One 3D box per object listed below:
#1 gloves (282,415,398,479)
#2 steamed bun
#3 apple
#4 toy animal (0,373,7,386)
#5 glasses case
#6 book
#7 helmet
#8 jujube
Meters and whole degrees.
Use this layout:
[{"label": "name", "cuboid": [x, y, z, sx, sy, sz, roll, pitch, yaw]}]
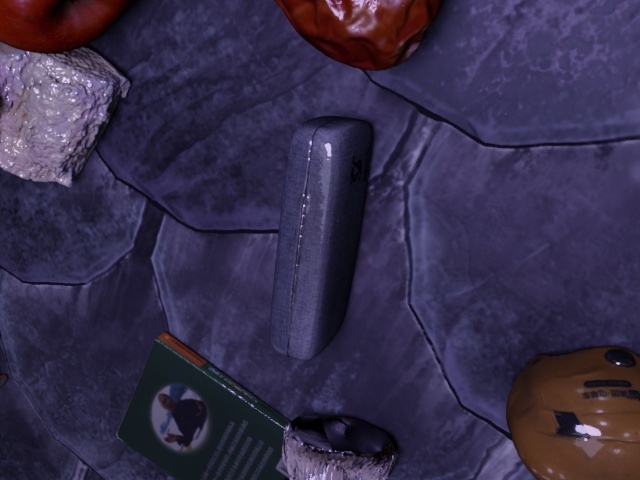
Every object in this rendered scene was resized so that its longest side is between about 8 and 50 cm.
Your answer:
[{"label": "gloves", "cuboid": [0.024, 0.430, 0.843, 0.135, 0.211, 0.312, 4, 83, 62]}, {"label": "steamed bun", "cuboid": [-0.432, -0.192, 0.853, 0.200, 0.170, 0.225, 33, 119, 6]}, {"label": "apple", "cuboid": [-0.361, -0.374, 0.716, 0.260, 0.260, 0.216, -41, 83, 29]}, {"label": "toy animal", "cuboid": [-0.781, 0.285, 1.224, 0.312, 0.097, 0.157, -46, 72, 31]}, {"label": "glasses case", "cuboid": [0.000, 0.000, 0.737, 0.074, 0.131, 0.323, 16, 113, 20]}, {"label": "book", "cuboid": [-0.181, 0.361, 0.993, 0.371, 0.043, 0.260, 33, 115, 10]}, {"label": "helmet", "cuboid": [0.337, 0.239, 0.664, 0.225, 0.130, 0.198, 2, 111, 23]}, {"label": "jujube", "cuboid": [0.022, -0.303, 0.607, 0.250, 0.174, 0.174, 48, 119, -1]}]
